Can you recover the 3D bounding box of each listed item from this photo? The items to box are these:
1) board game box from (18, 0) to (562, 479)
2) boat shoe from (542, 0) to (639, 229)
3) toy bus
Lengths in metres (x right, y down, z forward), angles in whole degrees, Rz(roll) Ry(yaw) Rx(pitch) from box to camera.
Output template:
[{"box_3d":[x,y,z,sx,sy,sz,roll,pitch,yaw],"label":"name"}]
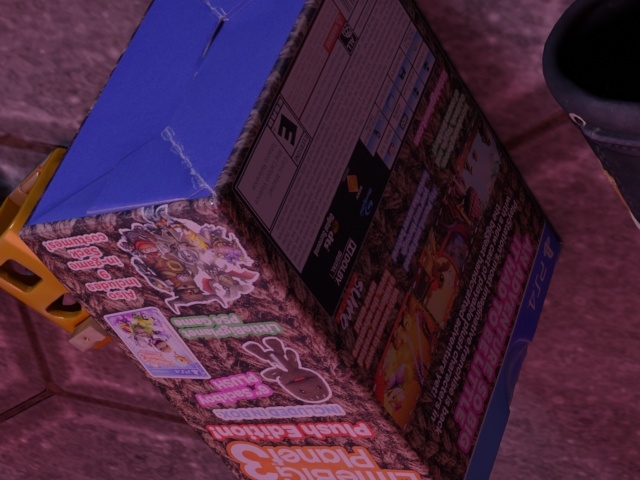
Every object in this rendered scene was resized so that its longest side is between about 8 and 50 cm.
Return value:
[{"box_3d":[0.000,0.000,0.953,0.141,0.232,0.291,-8,133,35],"label":"board game box"},{"box_3d":[0.299,-0.121,0.700,0.156,0.186,0.500,36,146,-26],"label":"boat shoe"},{"box_3d":[-0.156,0.030,1.171,0.202,0.104,0.191,7,141,19],"label":"toy bus"}]
